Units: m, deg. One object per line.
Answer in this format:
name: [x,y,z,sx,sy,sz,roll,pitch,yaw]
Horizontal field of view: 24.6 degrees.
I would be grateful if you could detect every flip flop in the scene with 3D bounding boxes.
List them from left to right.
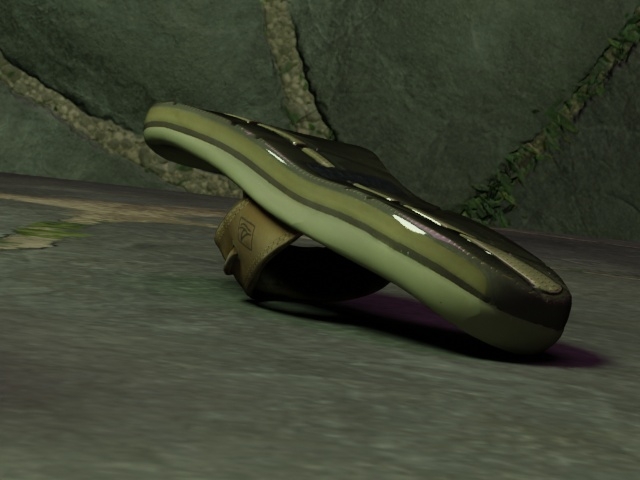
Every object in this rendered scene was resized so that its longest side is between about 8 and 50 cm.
flip flop: [0.000,0.000,0.673,0.112,0.080,0.277,10,15,-42]
